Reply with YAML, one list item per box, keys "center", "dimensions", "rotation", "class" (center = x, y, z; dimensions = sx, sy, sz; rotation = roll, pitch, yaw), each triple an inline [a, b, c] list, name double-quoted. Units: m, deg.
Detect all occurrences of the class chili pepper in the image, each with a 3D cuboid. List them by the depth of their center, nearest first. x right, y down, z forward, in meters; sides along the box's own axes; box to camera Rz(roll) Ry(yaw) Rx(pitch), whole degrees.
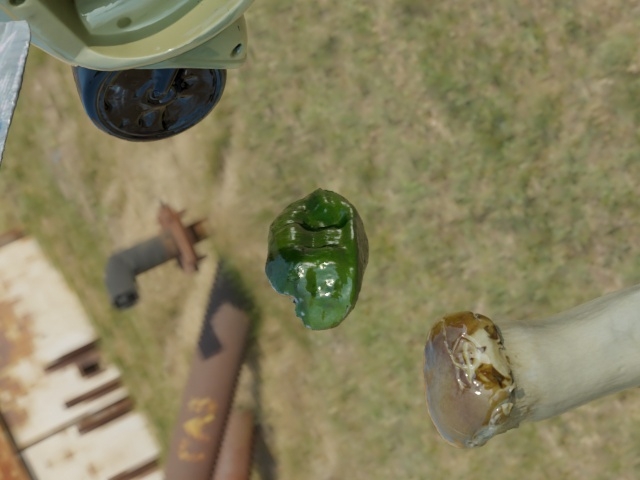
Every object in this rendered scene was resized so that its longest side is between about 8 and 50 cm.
- center: [-0.003, 0.001, 1.004]
  dimensions: [0.204, 0.072, 0.073]
  rotation: [-88, 13, -75]
  class: "chili pepper"

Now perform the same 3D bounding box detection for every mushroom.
- center: [0.162, 0.068, 0.889]
  dimensions: [0.071, 0.209, 0.084]
  rotation: [131, 123, -66]
  class: "mushroom"

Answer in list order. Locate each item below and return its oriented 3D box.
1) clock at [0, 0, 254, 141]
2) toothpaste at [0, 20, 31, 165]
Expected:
- center: [-0.137, -0.210, 0.844]
  dimensions: [0.379, 0.276, 0.120]
  rotation: [26, -147, -50]
  class: "clock"
- center: [-0.288, -0.063, 0.677]
  dimensions: [0.073, 0.299, 0.114]
  rotation: [71, -154, -66]
  class: "toothpaste"
